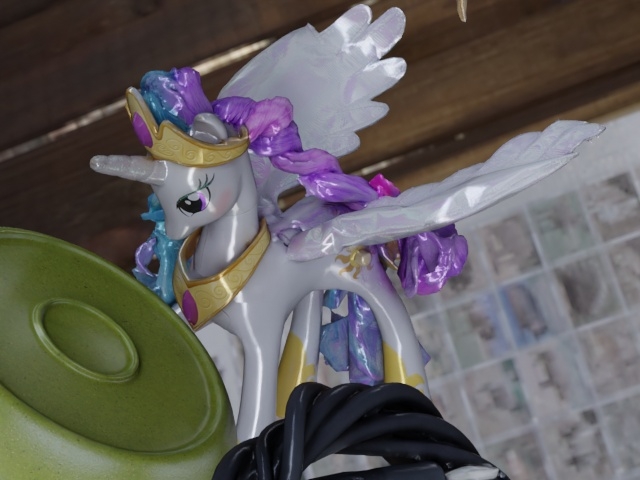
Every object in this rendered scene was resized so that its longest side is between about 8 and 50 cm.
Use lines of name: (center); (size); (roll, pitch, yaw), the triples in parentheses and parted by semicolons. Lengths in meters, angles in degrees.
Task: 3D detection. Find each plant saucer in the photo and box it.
plant saucer: (-0.140, 0.067, 0.720); (0.241, 0.037, 0.241); (31, 22, -14)

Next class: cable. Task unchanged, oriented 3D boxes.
cable: (0.010, 0.132, 0.385); (0.150, 0.047, 0.184); (52, 57, -14)

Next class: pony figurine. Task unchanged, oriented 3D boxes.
pony figurine: (0.000, 0.000, 0.965); (0.303, 0.351, 0.363); (30, -43, 42)

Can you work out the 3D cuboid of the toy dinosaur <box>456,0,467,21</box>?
toy dinosaur: (0.031, -0.220, 0.618); (0.211, 0.112, 0.064); (43, 10, -3)
